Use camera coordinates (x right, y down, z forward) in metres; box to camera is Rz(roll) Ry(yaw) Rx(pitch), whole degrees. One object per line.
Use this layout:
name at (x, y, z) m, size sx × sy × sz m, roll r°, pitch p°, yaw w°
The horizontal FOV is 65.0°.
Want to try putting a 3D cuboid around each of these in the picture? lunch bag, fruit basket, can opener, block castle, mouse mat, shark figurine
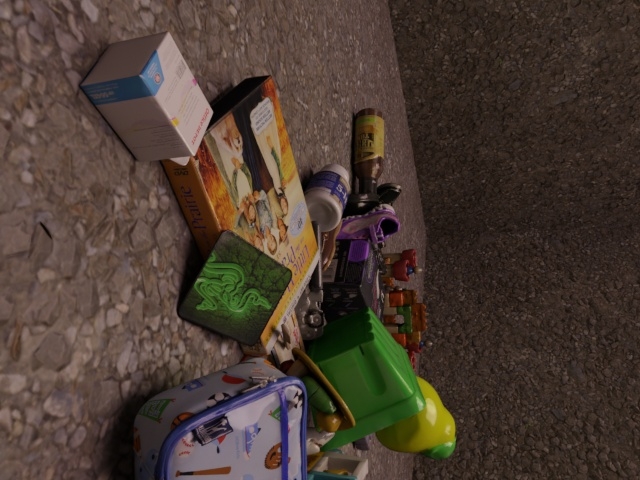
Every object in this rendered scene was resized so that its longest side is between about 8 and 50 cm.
lunch bag at (-0.117, 0.316, 0.677) m, size 0.243 × 0.114 × 0.304 m, roll -10°, pitch 107°, yaw -41°
fruit basket at (0.134, 0.370, 1.168) m, size 0.392 × 0.282 × 0.392 m, roll -24°, pitch 90°, yaw -85°
can opener at (-0.037, 0.097, 1.204) m, size 0.095 × 0.075 × 0.284 m, roll 159°, pitch -70°, yaw -75°
block castle at (0.334, 0.278, 2.038) m, size 0.303 × 0.212 × 0.454 m, roll -27°, pitch 114°, yaw -70°
mouse mat at (-0.130, 0.084, 0.822) m, size 0.189 × 0.007 × 0.153 m, roll 38°, pitch 77°, yaw -47°
shark figurine at (-0.120, 0.336, 0.894) m, size 0.278 × 0.166 × 0.116 m, roll 35°, pitch 27°, yaw -46°

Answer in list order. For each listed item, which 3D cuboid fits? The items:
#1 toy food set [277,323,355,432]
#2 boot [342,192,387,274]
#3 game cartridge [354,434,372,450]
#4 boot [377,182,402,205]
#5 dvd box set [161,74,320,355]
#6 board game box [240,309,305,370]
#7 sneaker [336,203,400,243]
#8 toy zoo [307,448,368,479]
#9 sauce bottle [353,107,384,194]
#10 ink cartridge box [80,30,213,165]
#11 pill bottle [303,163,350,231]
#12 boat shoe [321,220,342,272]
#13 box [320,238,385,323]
toy food set at (-0.031, 0.272, 0.925) m, size 0.071 × 0.218 × 0.128 m, roll -35°, pitch 162°, yaw -19°
boot at (0.137, -0.010, 1.608) m, size 0.348 × 0.131 × 0.261 m, roll 20°, pitch 69°, yaw -71°
game cartridge at (0.149, 0.486, 1.701) m, size 0.355 × 0.068 × 0.230 m, roll -71°, pitch 148°, yaw -48°
boot at (0.217, -0.091, 1.804) m, size 0.236 × 0.085 × 0.179 m, roll 140°, pitch -38°, yaw -64°
dvd box set at (-0.116, -0.045, 0.923) m, size 0.308 × 0.062 × 0.421 m, roll -60°, pitch 144°, yaw -49°
board game box at (-0.089, 0.239, 1.027) m, size 0.193 × 0.045 × 0.147 m, roll -62°, pitch 145°, yaw -57°
sneaker at (0.130, -0.023, 1.444) m, size 0.104 × 0.236 × 0.095 m, roll 48°, pitch -20°, yaw 55°
toy zoo at (-0.023, 0.461, 0.967) m, size 0.293 × 0.192 × 0.030 m, roll 7°, pitch 81°, yaw -72°
sauce bottle at (0.173, -0.298, 1.784) m, size 0.111 × 0.111 × 0.345 m, roll 44°, pitch 45°, yaw -64°
ink cartridge box at (-0.210, -0.172, 0.643) m, size 0.143 × 0.089 × 0.092 m, roll 66°, pitch 28°, yaw -48°
pill bottle at (0.016, -0.117, 1.288) m, size 0.187 × 0.111 × 0.112 m, roll -69°, pitch 151°, yaw -50°
boat shoe at (0.000, 0.000, 1.309) m, size 0.073 × 0.073 × 0.207 m, roll 36°, pitch 39°, yaw -19°
box at (0.086, 0.137, 1.412) m, size 0.270 × 0.143 × 0.165 m, roll 67°, pitch 29°, yaw -46°
